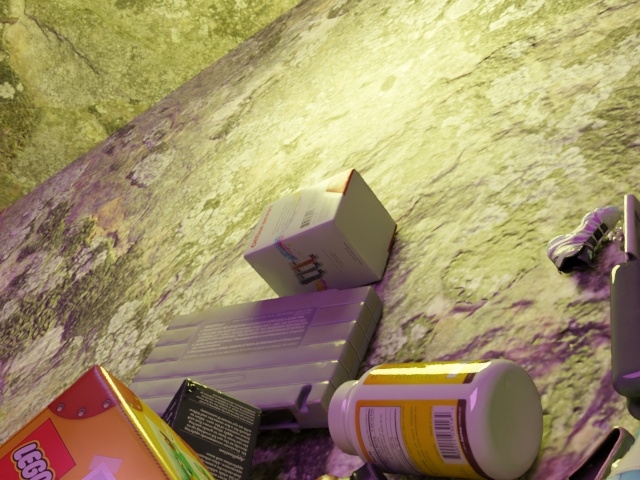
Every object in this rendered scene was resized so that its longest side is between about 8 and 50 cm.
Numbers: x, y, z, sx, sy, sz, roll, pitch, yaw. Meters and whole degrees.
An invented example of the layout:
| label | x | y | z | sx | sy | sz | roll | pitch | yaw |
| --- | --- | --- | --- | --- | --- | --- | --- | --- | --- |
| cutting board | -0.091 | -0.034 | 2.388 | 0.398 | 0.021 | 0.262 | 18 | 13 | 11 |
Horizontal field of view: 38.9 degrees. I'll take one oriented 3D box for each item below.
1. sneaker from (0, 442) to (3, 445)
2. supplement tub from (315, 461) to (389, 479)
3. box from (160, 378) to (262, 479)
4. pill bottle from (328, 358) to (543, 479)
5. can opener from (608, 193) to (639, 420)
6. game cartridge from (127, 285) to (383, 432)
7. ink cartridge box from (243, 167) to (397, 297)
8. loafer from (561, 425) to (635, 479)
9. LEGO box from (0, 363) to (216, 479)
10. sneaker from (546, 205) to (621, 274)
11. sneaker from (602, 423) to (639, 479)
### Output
| label | x | y | z | sx | sy | sz | roll | pitch | yaw |
| --- | --- | --- | --- | --- | --- | --- | --- | --- | --- |
| sneaker | -0.583 | 0.459 | 1.448 | 0.129 | 0.111 | 0.297 | 25 | 70 | 45 |
| supplement tub | -0.009 | 0.308 | 0.911 | 0.198 | 0.106 | 0.106 | -38 | 26 | 4 |
| box | -0.160 | 0.295 | 1.064 | 0.153 | 0.108 | 0.207 | -56 | 15 | 35 |
| pill bottle | 0.111 | 0.184 | 0.939 | 0.215 | 0.117 | 0.117 | -10 | 38 | 45 |
| can opener | 0.335 | 0.051 | 0.911 | 0.093 | 0.074 | 0.280 | -18 | 33 | 35 |
| game cartridge | -0.101 | 0.170 | 1.252 | 0.355 | 0.068 | 0.230 | -10 | 29 | 31 |
| ink cartridge box | 0.000 | 0.000 | 1.363 | 0.176 | 0.127 | 0.128 | -20 | 33 | 34 |
| loafer | 0.236 | 0.217 | 0.813 | 0.125 | 0.039 | 0.045 | -43 | 27 | -9 |
| LEGO box | -0.167 | 0.400 | 0.689 | 0.372 | 0.193 | 0.500 | -41 | 46 | -9 |
| sneaker | 0.314 | 0.007 | 1.055 | 0.098 | 0.038 | 0.069 | -40 | 26 | 20 |
| sneaker | 0.213 | 0.236 | 0.719 | 0.208 | 0.127 | 0.319 | -15 | 34 | 37 |
